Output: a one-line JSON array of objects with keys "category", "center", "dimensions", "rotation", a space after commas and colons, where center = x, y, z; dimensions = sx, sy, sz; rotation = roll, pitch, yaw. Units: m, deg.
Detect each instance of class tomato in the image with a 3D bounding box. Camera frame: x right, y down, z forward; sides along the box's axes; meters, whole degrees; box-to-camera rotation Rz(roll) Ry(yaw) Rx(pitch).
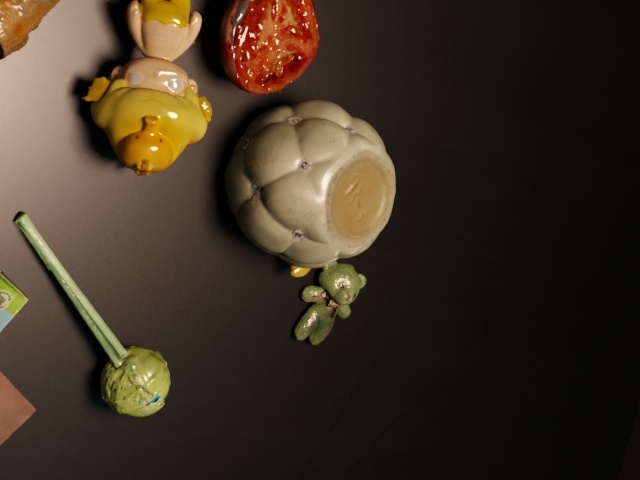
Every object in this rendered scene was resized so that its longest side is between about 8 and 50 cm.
[{"category": "tomato", "center": [-0.087, -0.290, 1.162], "dimensions": [0.174, 0.082, 0.166], "rotation": [-45, 136, -30]}]

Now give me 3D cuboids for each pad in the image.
[{"category": "pad", "center": [-0.447, 0.245, 1.042], "dimensions": [0.188, 0.006, 0.113], "rotation": [-46, 133, -24]}]

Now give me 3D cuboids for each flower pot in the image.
[{"category": "flower pot", "center": [-0.011, -0.080, 1.233], "dimensions": [0.246, 0.195, 0.246], "rotation": [-19, 118, -41]}]

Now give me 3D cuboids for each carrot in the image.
[{"category": "carrot", "center": [-0.303, -0.315, 0.938], "dimensions": [0.263, 0.102, 0.102], "rotation": [-56, 136, -24]}]

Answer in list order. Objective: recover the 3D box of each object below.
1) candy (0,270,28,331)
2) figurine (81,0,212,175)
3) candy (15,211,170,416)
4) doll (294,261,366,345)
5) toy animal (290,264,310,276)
[{"category": "candy", "center": [-0.427, 0.108, 0.949], "dimensions": [0.194, 0.097, 0.062], "rotation": [-53, 138, -17]}, {"category": "figurine", "center": [-0.206, -0.198, 1.048], "dimensions": [0.156, 0.131, 0.246], "rotation": [10, 99, -12]}, {"category": "candy", "center": [-0.296, 0.100, 1.106], "dimensions": [0.093, 0.092, 0.335], "rotation": [-23, 119, 4]}, {"category": "doll", "center": [0.017, 0.109, 1.426], "dimensions": [0.115, 0.077, 0.150], "rotation": [27, 96, -37]}, {"category": "toy animal", "center": [-0.002, -0.003, 1.360], "dimensions": [0.159, 0.070, 0.083], "rotation": [-40, 124, -30]}]
